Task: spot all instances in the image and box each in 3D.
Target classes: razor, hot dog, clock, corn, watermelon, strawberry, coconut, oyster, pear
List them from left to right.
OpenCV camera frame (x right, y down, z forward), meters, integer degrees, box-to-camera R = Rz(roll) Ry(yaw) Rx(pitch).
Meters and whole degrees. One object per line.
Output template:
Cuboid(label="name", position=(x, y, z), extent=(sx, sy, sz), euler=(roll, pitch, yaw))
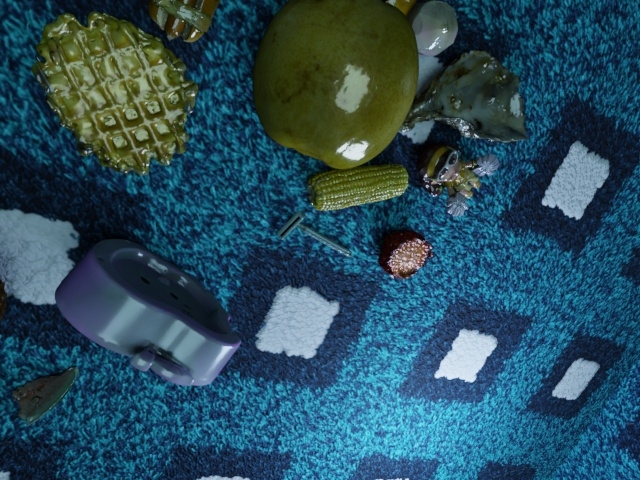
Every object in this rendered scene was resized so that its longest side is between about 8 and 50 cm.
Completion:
Cuboid(label="watermelon", position=(-0.610, 0.348, 0.930), extent=(0.155, 0.101, 0.080), euler=(-25, 109, -21))
Cuboid(label="clock", position=(-0.316, 0.130, 0.807), extent=(0.339, 0.338, 0.102), euler=(39, 90, -31))
Cuboid(label="hot dog", position=(-0.211, -0.474, 0.721), extent=(0.109, 0.072, 0.269), euler=(20, 105, -31))
Cuboid(label="razor", position=(-0.001, -0.005, 1.045), extent=(0.211, 0.035, 0.084), euler=(25, 125, -35))
Cuboid(label="pear", position=(0.026, -0.294, 0.771), extent=(0.315, 0.314, 0.314), euler=(-9, 116, -19))
Cuboid(label="corn", position=(0.090, -0.130, 0.987), extent=(0.244, 0.093, 0.093), euler=(-13, 117, -17))
Cuboid(label="strawberry", position=(0.220, 0.034, 1.117), extent=(0.145, 0.086, 0.145), euler=(-8, 115, -17))
Cuboid(label="coconut", position=(0.234, -0.449, 0.881), extent=(0.110, 0.124, 0.110), euler=(-9, 118, -17))
Cuboid(label="oyster", position=(0.357, -0.343, 1.007), extent=(0.397, 0.111, 0.204), euler=(0, 97, -24))

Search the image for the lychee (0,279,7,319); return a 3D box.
Cuboid(label="lychee", position=(-0.684, 0.093, 0.691), extent=(0.268, 0.267, 0.267), euler=(-9, 116, -19))

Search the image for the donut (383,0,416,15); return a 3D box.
Cuboid(label="donut", position=(0.117, -0.510, 0.844), extent=(0.178, 0.065, 0.162), euler=(-46, 126, 1))

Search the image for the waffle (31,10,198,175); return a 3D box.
Cuboid(label="waffle", position=(-0.367, -0.256, 0.761), extent=(0.281, 0.060, 0.262), euler=(20, 104, -28))

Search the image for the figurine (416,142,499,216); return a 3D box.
Cuboid(label="figurine", position=(0.339, -0.165, 1.060), extent=(0.240, 0.116, 0.174), euler=(22, 105, -35))
